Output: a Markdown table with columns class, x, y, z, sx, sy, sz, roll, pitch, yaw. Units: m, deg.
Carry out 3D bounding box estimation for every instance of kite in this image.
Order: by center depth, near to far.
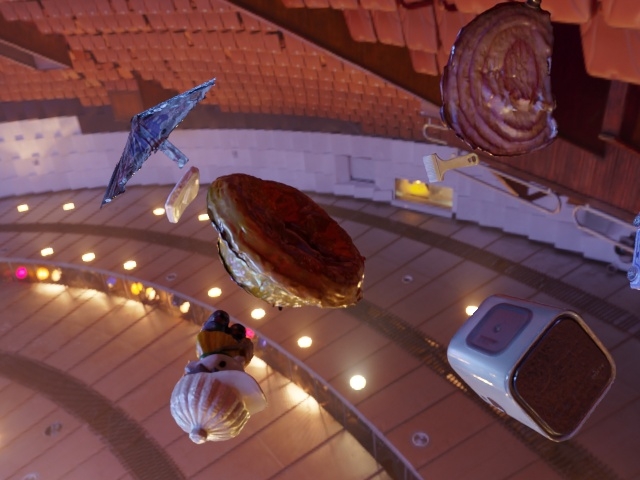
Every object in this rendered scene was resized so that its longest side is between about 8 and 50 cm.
| class | x | y | z | sx | sy | sz | roll | pitch | yaw |
| --- | --- | --- | --- | --- | --- | --- | --- | --- | --- |
| kite | -0.389 | -0.237 | 1.185 | 0.406 | 0.014 | 0.368 | -49 | -134 | -2 |

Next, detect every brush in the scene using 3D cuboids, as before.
| class | x | y | z | sx | sy | sz | roll | pitch | yaw |
| --- | --- | --- | --- | --- | --- | --- | --- | --- | --- |
| brush | 0.450 | -0.264 | 1.731 | 0.013 | 0.103 | 0.272 | -22 | -172 | -24 |

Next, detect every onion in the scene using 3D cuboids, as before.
| class | x | y | z | sx | sy | sz | roll | pitch | yaw |
| --- | --- | --- | --- | --- | --- | --- | --- | --- | --- |
| onion | 0.354 | -0.336 | 1.060 | 0.280 | 0.314 | 0.146 | -6 | -166 | -16 |

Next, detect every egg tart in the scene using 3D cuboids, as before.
| class | x | y | z | sx | sy | sz | roll | pitch | yaw |
| --- | --- | --- | --- | --- | --- | --- | --- | --- | --- |
| egg tart | -0.091 | 0.020 | 1.175 | 0.443 | 0.178 | 0.443 | 33 | -158 | -15 |

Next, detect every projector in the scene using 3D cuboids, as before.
| class | x | y | z | sx | sy | sz | roll | pitch | yaw |
| --- | --- | --- | --- | --- | --- | --- | --- | --- | --- |
| projector | 0.503 | 0.293 | 1.219 | 0.248 | 0.248 | 0.249 | -47 | -166 | -10 |

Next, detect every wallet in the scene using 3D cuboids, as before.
| class | x | y | z | sx | sy | sz | roll | pitch | yaw |
| --- | --- | --- | --- | --- | --- | --- | --- | --- | --- |
| wallet | -0.332 | -0.108 | 1.217 | 0.124 | 0.032 | 0.183 | -59 | -173 | -16 |

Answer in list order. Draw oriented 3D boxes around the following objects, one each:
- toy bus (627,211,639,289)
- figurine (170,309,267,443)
| class | x | y | z | sx | sy | sz | roll | pitch | yaw |
| --- | --- | --- | --- | --- | --- | --- | --- | --- | --- |
| toy bus | 0.678 | 0.020 | 1.003 | 0.073 | 0.167 | 0.076 | 11 | 174 | -5 |
| figurine | -0.250 | 0.325 | 1.188 | 0.204 | 0.185 | 0.332 | -48 | -156 | 2 |
